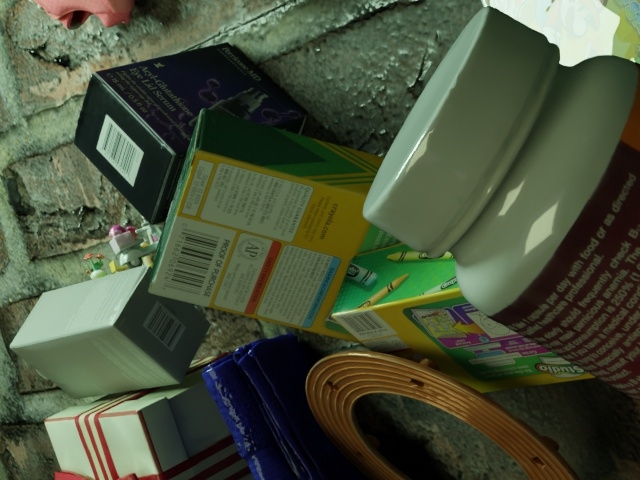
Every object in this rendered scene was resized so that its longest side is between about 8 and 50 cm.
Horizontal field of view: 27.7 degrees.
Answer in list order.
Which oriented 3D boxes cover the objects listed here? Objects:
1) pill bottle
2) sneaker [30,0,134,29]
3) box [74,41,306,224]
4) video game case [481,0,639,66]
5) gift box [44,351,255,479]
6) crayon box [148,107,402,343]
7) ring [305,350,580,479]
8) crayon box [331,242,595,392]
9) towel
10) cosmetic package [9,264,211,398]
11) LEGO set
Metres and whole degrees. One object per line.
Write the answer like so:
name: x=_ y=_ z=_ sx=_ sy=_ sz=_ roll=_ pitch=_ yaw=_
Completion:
pill bottle: x=0.247 y=-0.003 z=1.001 sx=0.392 sy=0.224 sz=0.224 roll=29 pitch=133 yaw=-5
sneaker: x=-0.352 y=-0.338 z=1.662 sx=0.314 sy=0.116 sz=0.136 roll=16 pitch=119 yaw=41
box: x=-0.147 y=-0.126 z=1.475 sx=0.153 sy=0.207 sz=0.108 roll=43 pitch=132 yaw=23
video game case: x=0.239 y=-0.180 z=1.136 sx=0.206 sy=0.026 sz=0.227 roll=-41 pitch=55 yaw=46
gift box: x=-0.174 y=0.307 z=1.652 sx=0.255 sy=0.258 sz=0.276 roll=-21 pitch=91 yaw=48
crayon box: x=0.000 y=0.000 z=1.379 sx=0.323 sy=0.083 sz=0.203 roll=15 pitch=129 yaw=-11
ring: x=0.135 y=0.222 z=1.371 sx=0.337 sy=0.032 sz=0.336 roll=26 pitch=149 yaw=17
crayon box: x=0.168 y=0.067 z=1.260 sx=0.278 sy=0.081 sz=0.165 roll=-15 pitch=133 yaw=44
towel: x=-0.007 y=0.254 z=1.507 sx=0.076 sy=0.228 sz=0.308 roll=-29 pitch=85 yaw=19
cosmetic package: x=-0.269 y=0.121 z=1.647 sx=0.238 sy=0.107 sz=0.127 roll=-9 pitch=134 yaw=45
LEGO set: x=-0.270 y=0.014 z=1.731 sx=0.287 sy=0.132 sz=0.107 roll=-29 pitch=76 yaw=54
